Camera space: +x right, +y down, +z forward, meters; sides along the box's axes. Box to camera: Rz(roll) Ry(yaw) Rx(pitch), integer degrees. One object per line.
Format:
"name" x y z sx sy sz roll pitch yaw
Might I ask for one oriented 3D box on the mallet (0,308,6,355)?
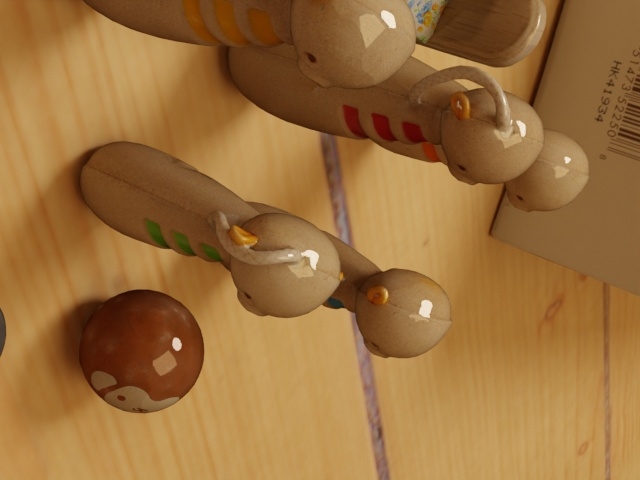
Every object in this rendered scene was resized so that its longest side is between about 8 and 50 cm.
"mallet" -0.155 -0.026 0.441 0.039 0.062 0.190 -43 138 -31

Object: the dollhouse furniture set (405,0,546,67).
"dollhouse furniture set" 0.076 -0.202 0.553 0.212 0.161 0.242 25 89 -55

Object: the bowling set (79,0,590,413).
"bowling set" 0.000 0.000 0.578 0.287 0.154 0.200 16 96 -54

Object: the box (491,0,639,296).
"box" 0.295 -0.073 0.908 0.345 0.168 0.215 1 108 -52
